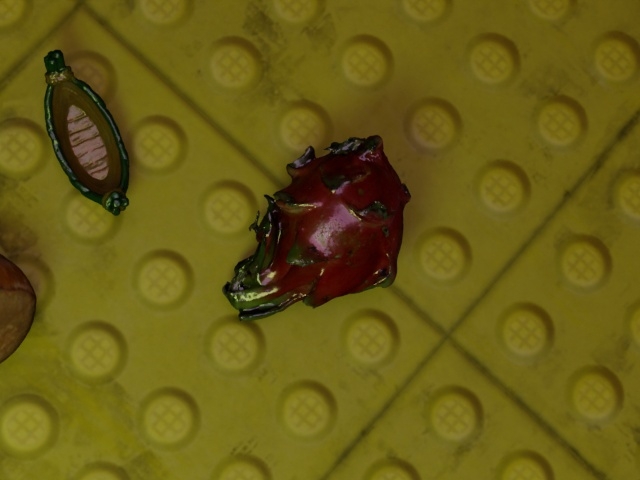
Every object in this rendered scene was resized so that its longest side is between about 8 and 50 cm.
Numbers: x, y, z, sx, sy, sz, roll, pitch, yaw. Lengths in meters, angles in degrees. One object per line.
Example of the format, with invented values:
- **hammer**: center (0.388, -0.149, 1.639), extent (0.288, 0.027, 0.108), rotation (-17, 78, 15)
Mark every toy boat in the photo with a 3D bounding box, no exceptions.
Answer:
- **toy boat**: center (-0.305, -0.134, 1.904), extent (0.089, 0.088, 0.230), rotation (-25, 86, -11)

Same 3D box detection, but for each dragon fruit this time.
- **dragon fruit**: center (-0.012, -0.018, 1.894), extent (0.269, 0.198, 0.200), rotation (-16, 95, 3)

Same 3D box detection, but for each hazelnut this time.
- **hazelnut**: center (-0.433, 0.082, 1.828), extent (0.150, 0.150, 0.150), rotation (1, 81, -9)
